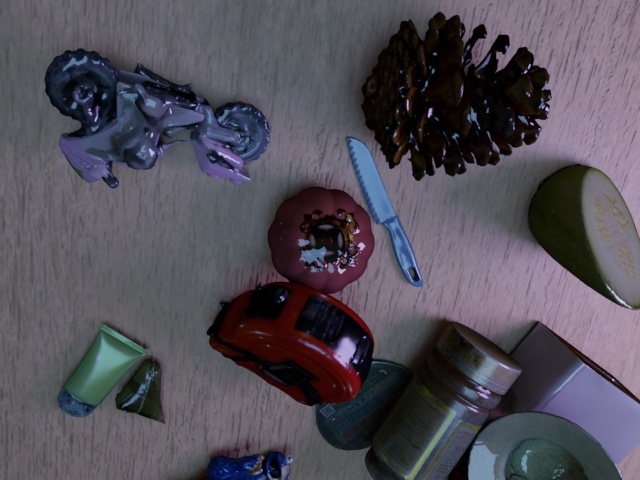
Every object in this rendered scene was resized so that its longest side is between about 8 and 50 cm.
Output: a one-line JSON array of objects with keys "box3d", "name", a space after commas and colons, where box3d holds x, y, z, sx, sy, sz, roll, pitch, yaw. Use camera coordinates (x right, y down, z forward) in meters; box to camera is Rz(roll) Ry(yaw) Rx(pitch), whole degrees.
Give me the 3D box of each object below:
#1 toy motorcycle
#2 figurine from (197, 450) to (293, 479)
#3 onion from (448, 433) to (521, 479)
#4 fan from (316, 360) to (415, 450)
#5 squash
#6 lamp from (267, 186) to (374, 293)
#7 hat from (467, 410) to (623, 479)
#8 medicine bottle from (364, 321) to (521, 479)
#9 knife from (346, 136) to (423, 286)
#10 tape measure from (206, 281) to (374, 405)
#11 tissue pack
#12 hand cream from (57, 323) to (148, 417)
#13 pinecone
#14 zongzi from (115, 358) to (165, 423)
[{"box3d": [-0.246, -0.156, 0.804, 0.327, 0.143, 0.188, 13, 115, -27], "name": "toy motorcycle"}, {"box3d": [-0.169, 0.504, 1.042, 0.262, 0.120, 0.164, -18, 71, -9], "name": "figurine"}, {"box3d": [0.369, 0.515, 1.094, 0.272, 0.195, 0.272, 7, 75, -27], "name": "onion"}, {"box3d": [0.056, 0.321, 1.060, 0.294, 0.012, 0.223, 22, 105, -14], "name": "fan"}, {"box3d": [0.481, -0.015, 0.875, 0.189, 0.260, 0.189, -1, 107, -4], "name": "squash"}, {"box3d": [0.000, 0.000, 0.887, 0.182, 0.140, 0.182, 0, 91, -14], "name": "lamp"}, {"box3d": [0.406, 0.423, 0.942, 0.257, 0.130, 0.257, -3, 84, 32], "name": "hat"}, {"box3d": [0.224, 0.328, 1.001, 0.151, 0.151, 0.322, 29, 99, -15], "name": "medicine bottle"}, {"box3d": [0.117, -0.045, 0.947, 0.044, 0.019, 0.313, -24, 107, 3], "name": "knife"}, {"box3d": [-0.042, 0.172, 0.879, 0.253, 0.260, 0.114, 37, 56, -14], "name": "tape measure"}, {"box3d": [0.501, 0.302, 1.035, 0.246, 0.159, 0.136, 35, 102, -17], "name": "tissue pack"}, {"box3d": [-0.403, 0.242, 0.956, 0.095, 0.046, 0.175, 37, 93, -16], "name": "hand cream"}, {"box3d": [0.207, -0.211, 0.789, 0.292, 0.246, 0.246, -2, 108, -9], "name": "pinecone"}, {"box3d": [-0.306, 0.283, 0.983, 0.113, 0.052, 0.104, 38, 94, -30], "name": "zongzi"}]
